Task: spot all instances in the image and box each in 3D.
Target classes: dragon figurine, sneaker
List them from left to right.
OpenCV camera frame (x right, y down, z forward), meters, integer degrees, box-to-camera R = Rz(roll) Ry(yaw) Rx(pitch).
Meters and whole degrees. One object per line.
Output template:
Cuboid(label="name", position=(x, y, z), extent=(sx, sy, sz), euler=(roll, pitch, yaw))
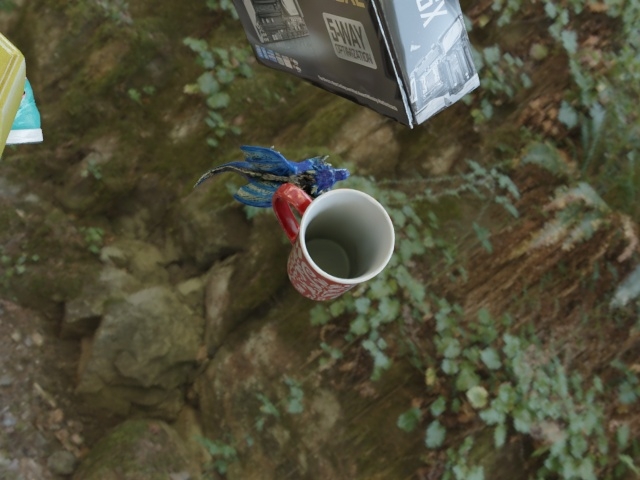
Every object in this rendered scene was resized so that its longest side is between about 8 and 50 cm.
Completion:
Cuboid(label="sneaker", position=(-0.595, -0.240, 1.238), extent=(0.296, 0.124, 0.178), euler=(-11, 102, -51))
Cuboid(label="dragon figurine", position=(-0.074, -0.093, 1.120), extent=(0.289, 0.085, 0.144), euler=(11, 9, 17))

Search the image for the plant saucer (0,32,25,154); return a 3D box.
Cuboid(label="plant saucer", position=(-0.474, -0.244, 0.888), extent=(0.333, 0.081, 0.332), euler=(46, 9, -30))

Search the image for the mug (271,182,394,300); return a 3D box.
Cuboid(label="mug", position=(0.010, -0.001, 0.962), extent=(0.169, 0.113, 0.150), euler=(123, -53, -71))

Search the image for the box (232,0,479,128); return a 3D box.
Cuboid(label="box", position=(-0.008, -0.253, 0.671), extent=(0.307, 0.077, 0.242), euler=(37, -24, 53))
